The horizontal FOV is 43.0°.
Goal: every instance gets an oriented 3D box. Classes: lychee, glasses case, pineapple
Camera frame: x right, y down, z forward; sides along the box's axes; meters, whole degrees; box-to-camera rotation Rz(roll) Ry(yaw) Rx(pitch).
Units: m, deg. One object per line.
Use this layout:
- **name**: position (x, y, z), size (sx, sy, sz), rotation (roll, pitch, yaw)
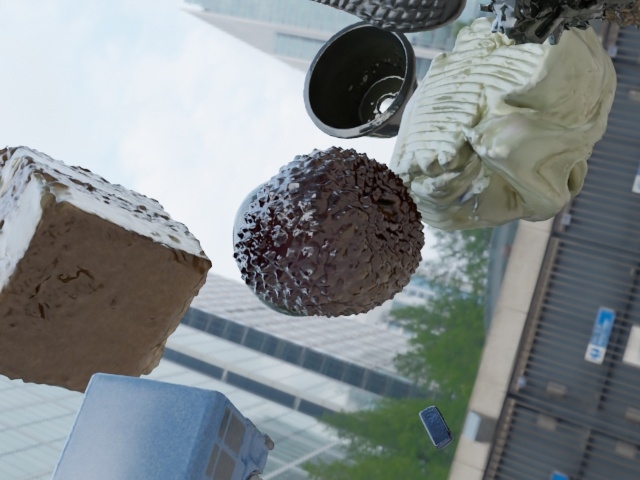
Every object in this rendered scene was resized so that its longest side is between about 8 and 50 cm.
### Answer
- **lychee**: position (0.000, 0.000, 1.142), size (0.271, 0.272, 0.271), rotation (-45, -37, -48)
- **glasses case**: position (0.185, 0.298, 1.290), size (0.023, 0.034, 0.083), rotation (62, -179, -32)
- **pineapple**: position (0.159, -0.148, 0.462), size (0.159, 0.074, 0.074), rotation (-17, -56, -29)

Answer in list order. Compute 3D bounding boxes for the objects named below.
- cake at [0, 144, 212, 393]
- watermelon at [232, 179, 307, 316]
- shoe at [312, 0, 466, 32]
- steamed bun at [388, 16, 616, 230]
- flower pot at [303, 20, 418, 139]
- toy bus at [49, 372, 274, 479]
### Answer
- **cake**: position (-0.332, 0.046, 1.081), size (0.282, 0.290, 0.255), rotation (25, -80, -39)
- **watermelon**: position (-0.053, 0.025, 1.846), size (0.278, 0.279, 0.359), rotation (-58, -35, -32)
- **shoe**: position (0.116, -0.454, 1.480), size (0.171, 0.337, 0.132), rotation (-18, -54, -63)
- **steamed bun**: position (0.297, -0.169, 1.239), size (0.247, 0.339, 0.352), rotation (31, -106, -25)
- **flower pot**: position (0.112, -0.321, 1.758), size (0.166, 0.269, 0.268), rotation (26, -99, -57)
- **toy bus**: position (-0.123, 0.213, 0.516), size (0.133, 0.116, 0.233), rotation (68, -148, -54)
